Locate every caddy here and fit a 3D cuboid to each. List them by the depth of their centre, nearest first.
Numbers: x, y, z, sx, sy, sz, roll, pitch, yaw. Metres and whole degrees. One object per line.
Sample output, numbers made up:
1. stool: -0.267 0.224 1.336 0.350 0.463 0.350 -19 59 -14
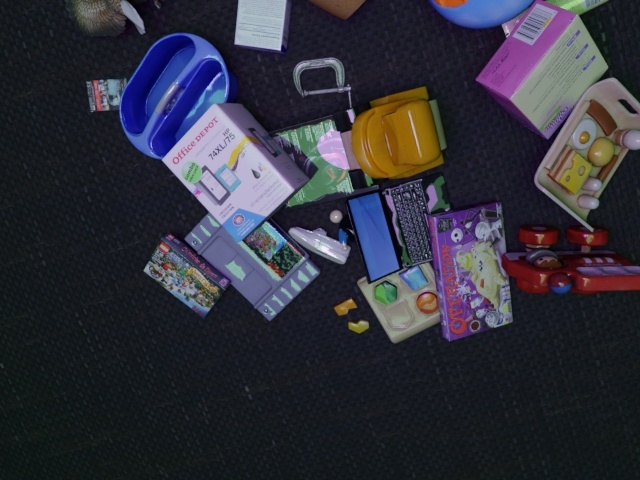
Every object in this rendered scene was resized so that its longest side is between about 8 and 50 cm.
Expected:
1. caddy: -0.376 -0.377 1.418 0.241 0.179 0.341 39 106 -2

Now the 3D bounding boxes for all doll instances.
1. doll: 0.104 -0.021 1.501 0.189 0.046 0.129 37 85 0

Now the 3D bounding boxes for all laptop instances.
1. laptop: 0.228 -0.036 1.421 0.264 0.136 0.234 -15 93 11

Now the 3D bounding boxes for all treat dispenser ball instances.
1. treat dispenser ball: 0.369 -0.629 1.194 0.288 0.288 0.288 2 104 8

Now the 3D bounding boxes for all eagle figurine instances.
1. eagle figurine: -0.567 -0.647 1.381 0.298 0.225 0.226 -6 113 -2

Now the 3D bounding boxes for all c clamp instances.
1. c clamp: 0.006 -0.420 1.434 0.161 0.022 0.137 1 104 7

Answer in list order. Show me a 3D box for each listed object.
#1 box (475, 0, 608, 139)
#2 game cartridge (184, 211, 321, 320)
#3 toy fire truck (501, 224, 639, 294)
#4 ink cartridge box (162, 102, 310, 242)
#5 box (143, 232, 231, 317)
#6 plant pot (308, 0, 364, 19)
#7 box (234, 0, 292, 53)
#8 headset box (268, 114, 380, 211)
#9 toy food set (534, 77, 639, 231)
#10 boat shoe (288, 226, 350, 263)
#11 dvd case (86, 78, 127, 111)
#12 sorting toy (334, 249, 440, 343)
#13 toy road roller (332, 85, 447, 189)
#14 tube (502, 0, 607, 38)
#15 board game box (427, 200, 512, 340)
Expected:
1. box: 0.521 -0.392 1.250 0.213 0.243 0.117 -54 48 16
2. game cartridge: -0.195 0.038 1.557 0.355 0.068 0.230 44 109 -4
3. toy fire truck: 0.628 0.067 1.340 0.302 0.254 0.169 0 103 4
4. ink cartridge box: -0.200 -0.174 1.320 0.198 0.197 0.270 -42 93 17
5. box: -0.396 0.106 1.578 0.233 0.044 0.159 39 127 -1
6. plant pot: 0.010 -0.671 1.287 0.254 0.237 0.237 41 106 -19
7. box: -0.149 -0.569 1.393 0.126 0.072 0.137 10 104 5
8. headset box: 0.023 -0.221 1.434 0.293 0.110 0.218 -13 101 11
9. toy food set: 0.675 -0.200 1.292 0.220 0.092 0.306 29 93 -27
10. boat shoe: 0.000 0.000 1.520 0.184 0.066 0.063 26 73 6
11. dvd case: -0.607 -0.416 1.526 0.119 0.013 0.087 -1 103 10
12. sorting toy: 0.207 0.188 1.543 0.307 0.041 0.229 -30 98 14
13. toy road roller: 0.211 -0.252 1.273 0.329 0.240 0.202 -23 104 -32
14. tube: 0.571 -0.559 1.306 0.240 0.062 0.070 -23 56 18
15. board game box: 0.409 0.081 1.445 0.208 0.056 0.347 -13 103 -11
